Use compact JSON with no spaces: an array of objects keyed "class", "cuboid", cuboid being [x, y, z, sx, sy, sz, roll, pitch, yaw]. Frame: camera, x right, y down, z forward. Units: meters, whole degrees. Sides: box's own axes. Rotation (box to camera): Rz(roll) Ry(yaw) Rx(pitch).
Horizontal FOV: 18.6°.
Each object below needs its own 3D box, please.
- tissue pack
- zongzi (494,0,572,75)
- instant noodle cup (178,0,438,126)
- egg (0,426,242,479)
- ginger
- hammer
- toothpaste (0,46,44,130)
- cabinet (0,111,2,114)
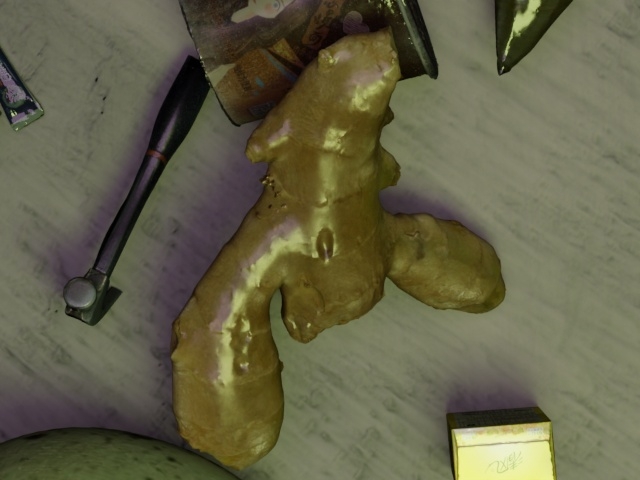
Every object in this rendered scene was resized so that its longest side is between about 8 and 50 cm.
[{"class":"tissue pack","cuboid":[0.171,0.198,1.871,0.095,0.176,0.062,-4,90,2]},{"class":"zongzi","cuboid":[0.329,-0.359,1.879,0.356,0.174,0.392,-2,90,-2]},{"class":"instant noodle cup","cuboid":[-0.016,-0.223,1.878,0.207,0.217,0.217,-20,88,8]},{"class":"egg","cuboid":[-0.201,0.318,1.832,0.379,0.287,0.287,2,89,-12]},{"class":"ginger","cuboid":[-0.018,0.001,1.824,0.363,0.122,0.348,-27,119,-9]},{"class":"hammer","cuboid":[-0.176,-0.049,1.930,0.037,0.137,0.289,24,76,2]},{"class":"toothpaste","cuboid":[-0.328,-0.178,1.974,0.037,0.021,0.140,-30,91,3]},{"class":"cabinet","cuboid":[-0.448,-0.141,1.916,0.206,0.145,0.150,39,91,3]}]
